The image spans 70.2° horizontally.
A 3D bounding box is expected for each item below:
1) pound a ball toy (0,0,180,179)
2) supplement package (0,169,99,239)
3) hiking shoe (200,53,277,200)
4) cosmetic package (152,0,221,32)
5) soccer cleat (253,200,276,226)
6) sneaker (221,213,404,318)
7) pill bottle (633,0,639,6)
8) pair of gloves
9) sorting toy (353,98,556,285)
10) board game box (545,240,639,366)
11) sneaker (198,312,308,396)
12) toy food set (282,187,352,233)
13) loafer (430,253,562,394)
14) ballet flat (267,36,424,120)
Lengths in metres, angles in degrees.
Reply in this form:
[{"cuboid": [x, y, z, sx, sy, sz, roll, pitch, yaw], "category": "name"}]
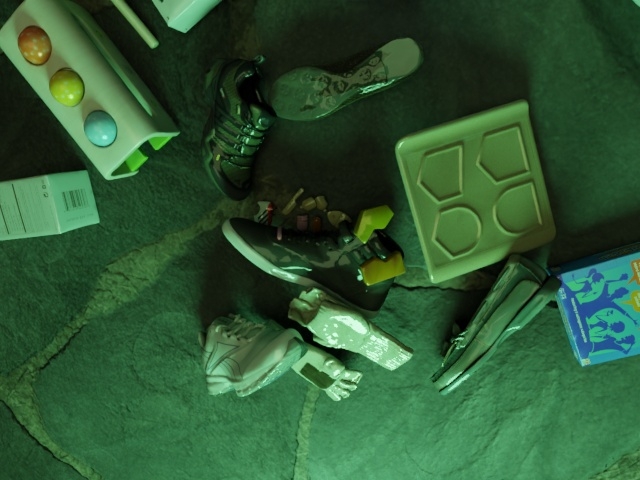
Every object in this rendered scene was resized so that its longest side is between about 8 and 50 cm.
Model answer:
[{"cuboid": [-0.365, -0.287, 0.730, 0.208, 0.136, 0.319, -36, 95, 18], "category": "pound a ball toy"}, {"cuboid": [-0.525, -0.064, 0.834, 0.179, 0.105, 0.105, -5, 103, 14], "category": "supplement package"}, {"cuboid": [-0.125, -0.173, 0.717, 0.114, 0.086, 0.227, 8, 106, 37], "category": "hiking shoe"}, {"cuboid": [-0.159, -0.436, 0.689, 0.239, 0.060, 0.099, -32, 96, 17], "category": "cosmetic package"}, {"cuboid": [-0.102, -0.029, 0.795, 0.036, 0.029, 0.083, 17, 103, 17], "category": "soccer cleat"}, {"cuboid": [0.000, 0.000, 0.727, 0.296, 0.104, 0.147, 28, 111, -10], "category": "sneaker"}, {"cuboid": [0.449, -0.340, 0.425, 0.204, 0.361, 0.204, 3, 104, 12], "category": "pill bottle"}, {"cuboid": [0.011, 0.180, 0.758, 0.204, 0.042, 0.240, 37, 136, -9], "category": "pair of gloves"}, {"cuboid": [0.187, -0.056, 0.676, 0.307, 0.041, 0.229, -18, 103, -6], "category": "sorting toy"}, {"cuboid": [0.477, 0.087, 0.688, 0.210, 0.047, 0.160, -20, 98, 15], "category": "board game box"}, {"cuboid": [-0.136, 0.184, 0.765, 0.297, 0.111, 0.129, -27, 87, 46], "category": "sneaker"}, {"cuboid": [0.000, -0.034, 0.777, 0.122, 0.019, 0.078, 38, 108, -7], "category": "toy food set"}, {"cuboid": [0.258, 0.135, 0.729, 0.084, 0.096, 0.267, 44, 116, 18], "category": "loafer"}, {"cuboid": [0.036, -0.248, 0.702, 0.250, 0.058, 0.084, -15, 105, 20], "category": "ballet flat"}]
